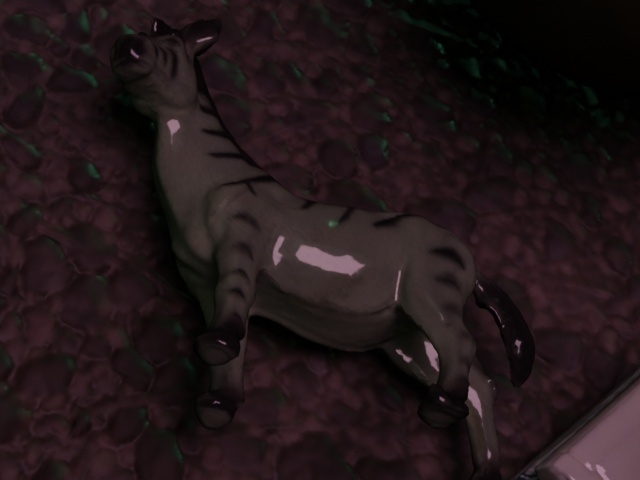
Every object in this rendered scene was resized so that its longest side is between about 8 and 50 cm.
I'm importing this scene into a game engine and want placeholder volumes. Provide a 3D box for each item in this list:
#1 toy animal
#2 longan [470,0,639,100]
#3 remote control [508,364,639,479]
[{"bbox_3d":[-0.004,0.003,0.696,0.217,0.073,0.176,21,48,-19],"label":"toy animal"},{"bbox_3d":[0.163,-0.187,0.746,0.258,0.258,0.258,9,66,-20],"label":"longan"},{"bbox_3d":[0.204,0.185,0.719,0.103,0.055,0.277,-35,87,-30],"label":"remote control"}]
